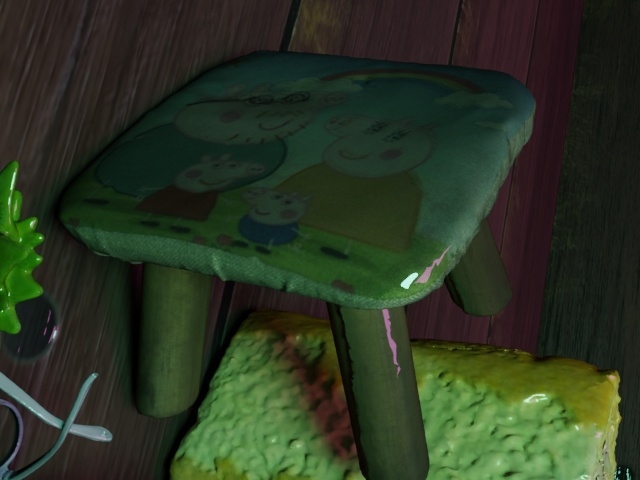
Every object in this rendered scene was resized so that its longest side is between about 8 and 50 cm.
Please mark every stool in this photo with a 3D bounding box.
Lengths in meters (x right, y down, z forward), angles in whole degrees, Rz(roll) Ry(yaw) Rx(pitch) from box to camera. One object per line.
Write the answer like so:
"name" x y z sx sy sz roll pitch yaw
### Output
"stool" 0.000 0.000 0.652 0.310 0.310 0.226 -52 145 -44

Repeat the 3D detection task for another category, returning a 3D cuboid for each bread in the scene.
"bread" 0.069 0.188 0.725 0.165 0.375 0.237 71 34 -41

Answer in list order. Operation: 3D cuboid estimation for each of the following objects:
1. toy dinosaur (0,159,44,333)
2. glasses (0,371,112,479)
"toy dinosaur" -0.249 -0.007 0.378 0.194 0.152 0.177 -46 155 14
"glasses" -0.192 0.114 0.504 0.062 0.103 0.140 -53 142 -48
